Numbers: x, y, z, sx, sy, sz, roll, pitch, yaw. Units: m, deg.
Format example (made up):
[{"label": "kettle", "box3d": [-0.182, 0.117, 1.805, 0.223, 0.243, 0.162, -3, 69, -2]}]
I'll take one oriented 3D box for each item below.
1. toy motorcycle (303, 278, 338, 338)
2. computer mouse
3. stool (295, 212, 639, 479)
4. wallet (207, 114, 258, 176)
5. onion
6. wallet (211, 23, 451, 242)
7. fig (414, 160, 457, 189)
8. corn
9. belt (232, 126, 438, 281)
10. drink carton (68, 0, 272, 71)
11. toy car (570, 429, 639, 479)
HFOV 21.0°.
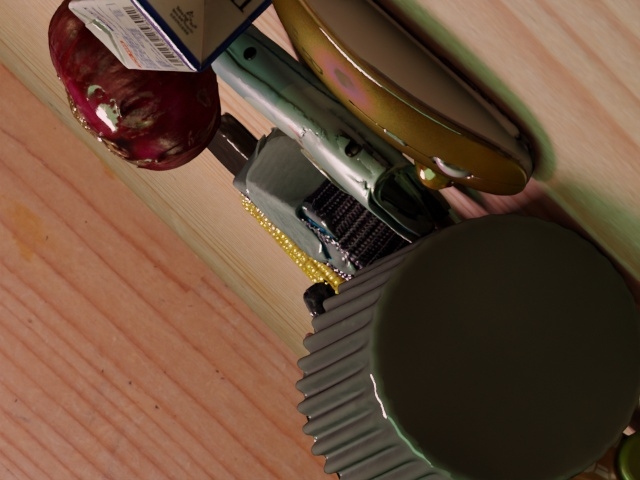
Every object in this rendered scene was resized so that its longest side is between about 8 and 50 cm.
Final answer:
[{"label": "toy motorcycle", "box3d": [0.084, 0.170, 1.968, 0.298, 0.089, 0.171, 52, -172, -19]}, {"label": "computer mouse", "box3d": [0.054, -0.142, 1.490, 0.310, 0.072, 0.158, 42, 172, 9]}, {"label": "stool", "box3d": [0.144, 0.125, 1.644, 0.297, 0.297, 0.330, 44, 166, 1]}, {"label": "wallet", "box3d": [-0.042, -0.049, 2.399, 0.309, 0.042, 0.165, 45, 172, -2]}, {"label": "onion", "box3d": [-0.208, -0.196, 2.022, 0.246, 0.190, 0.246, 61, -178, -4]}, {"label": "wallet", "box3d": [0.012, -0.108, 1.721, 0.250, 0.075, 0.176, 43, -178, 28]}, {"label": "fig", "box3d": [0.102, -0.086, 1.603, 0.083, 0.050, 0.050, 56, 175, 18]}, {"label": "corn", "box3d": [0.000, 0.000, 2.269, 0.244, 0.093, 0.093, 48, 171, 3]}, {"label": "belt", "box3d": [0.032, -0.021, 1.970, 0.260, 0.122, 0.325, 42, 176, -38]}, {"label": "drink carton", "box3d": [-0.148, -0.244, 1.719, 0.106, 0.130, 0.315, 49, 170, -17]}, {"label": "toy car", "box3d": [0.271, 0.286, 1.900, 0.235, 0.235, 0.145, 43, 170, 8]}]
